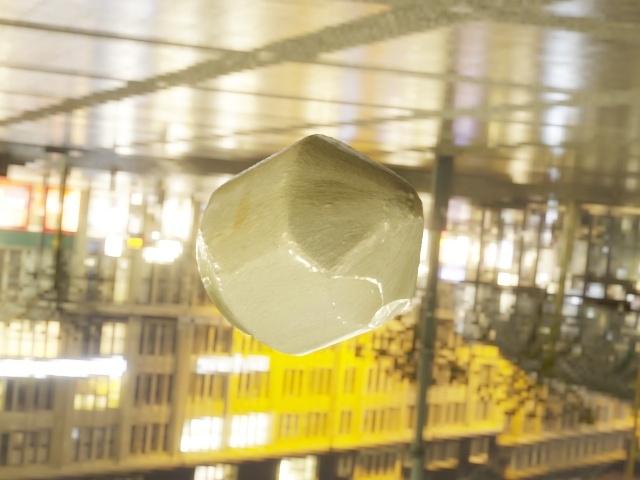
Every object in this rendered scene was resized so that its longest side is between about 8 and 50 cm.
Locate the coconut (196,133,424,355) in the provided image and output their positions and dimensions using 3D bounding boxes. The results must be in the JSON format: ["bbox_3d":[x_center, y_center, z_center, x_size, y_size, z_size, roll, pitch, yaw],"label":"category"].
[{"bbox_3d":[0.000,0.000,1.517,0.266,0.237,0.237,-22,168,24],"label":"coconut"}]
